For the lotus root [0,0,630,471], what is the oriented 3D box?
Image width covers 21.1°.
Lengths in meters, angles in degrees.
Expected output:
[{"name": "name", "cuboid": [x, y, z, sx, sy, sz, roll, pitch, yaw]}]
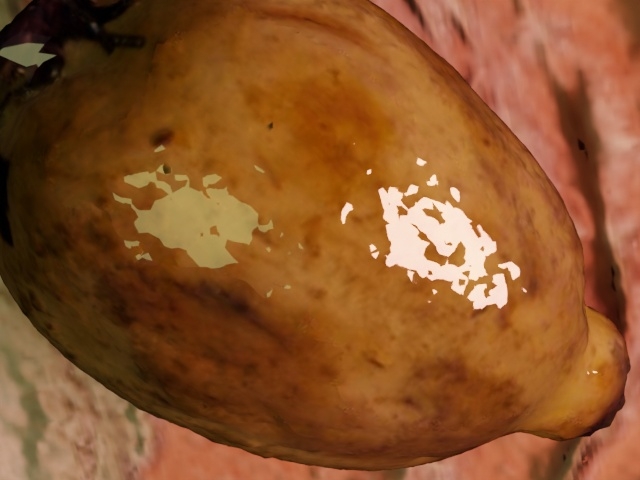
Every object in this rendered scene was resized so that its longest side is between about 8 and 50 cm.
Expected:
[{"name": "lotus root", "cuboid": [0.000, 0.000, 0.493, 0.214, 0.138, 0.138, 26, 118, -9]}]
